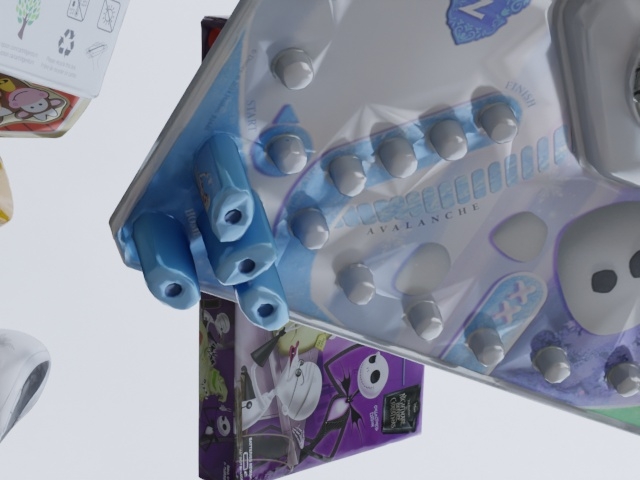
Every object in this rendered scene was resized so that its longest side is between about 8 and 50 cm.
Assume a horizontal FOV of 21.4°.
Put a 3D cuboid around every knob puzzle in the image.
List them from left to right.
[{"bbox_3d":[-0.242,-0.119,1.204,0.213,0.213,0.030,-45,-141,48],"label":"knob puzzle"}]

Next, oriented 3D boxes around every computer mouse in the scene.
[{"bbox_3d":[-0.242,0.119,1.097,0.106,0.193,0.042,17,-40,12],"label":"computer mouse"}]

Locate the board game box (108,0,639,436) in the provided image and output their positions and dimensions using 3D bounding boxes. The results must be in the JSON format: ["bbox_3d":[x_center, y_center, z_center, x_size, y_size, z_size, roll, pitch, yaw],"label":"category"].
[{"bbox_3d":[0.169,-0.073,0.714,0.390,0.390,0.050,-56,-149,24],"label":"board game box"}]

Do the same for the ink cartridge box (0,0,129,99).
[{"bbox_3d":[-0.120,-0.243,0.825,0.065,0.165,0.332,22,-87,24],"label":"ink cartridge box"}]

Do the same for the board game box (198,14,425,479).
[{"bbox_3d":[0.000,0.000,1.277,0.056,0.208,0.346,12,-73,41],"label":"board game box"}]

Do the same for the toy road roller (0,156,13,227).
[{"bbox_3d":[-0.326,0.018,0.964,0.203,0.329,0.240,-29,-119,16],"label":"toy road roller"}]
